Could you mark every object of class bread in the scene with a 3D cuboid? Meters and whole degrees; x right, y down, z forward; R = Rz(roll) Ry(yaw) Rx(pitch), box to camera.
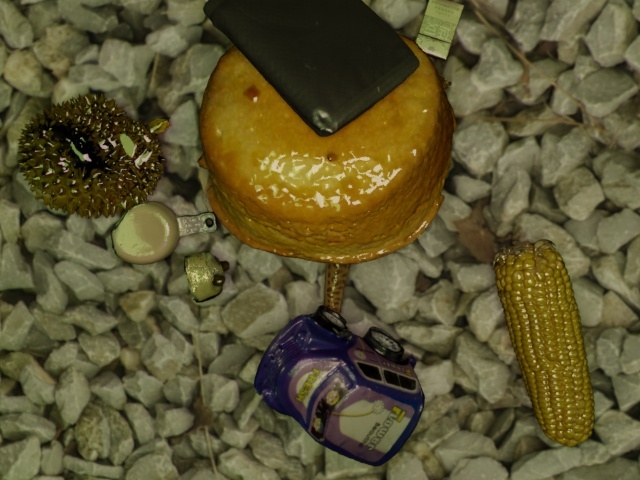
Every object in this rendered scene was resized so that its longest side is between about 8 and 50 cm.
[{"bbox_3d":[-0.001,-0.150,1.016,0.358,0.204,0.336,8,67,13],"label":"bread"}]

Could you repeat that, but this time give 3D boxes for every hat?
[{"bbox_3d":[-0.172,0.053,1.145,0.059,0.077,0.076,-16,92,7],"label":"hat"}]

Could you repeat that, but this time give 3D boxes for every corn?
[{"bbox_3d":[0.332,0.148,1.087,0.106,0.106,0.305,-15,93,7],"label":"corn"}]

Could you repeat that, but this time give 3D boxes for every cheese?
[{"bbox_3d":[-0.245,-0.022,1.163,0.171,0.047,0.092,-28,94,8],"label":"cheese"}]

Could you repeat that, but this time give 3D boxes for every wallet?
[{"bbox_3d":[-0.012,-0.250,0.928,0.169,0.052,0.245,-38,74,-13],"label":"wallet"}]

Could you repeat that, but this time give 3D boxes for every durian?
[{"bbox_3d":[-0.341,-0.128,1.120,0.237,0.138,0.193,-29,91,7],"label":"durian"}]

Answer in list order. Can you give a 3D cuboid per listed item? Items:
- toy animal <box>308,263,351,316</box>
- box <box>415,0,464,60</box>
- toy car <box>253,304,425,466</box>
[{"bbox_3d":[0.009,-0.003,1.136,0.149,0.054,0.275,-19,93,10],"label":"toy animal"},{"bbox_3d":[0.174,-0.314,1.108,0.053,0.024,0.083,17,94,4],"label":"box"},{"bbox_3d":[0.032,0.216,1.073,0.235,0.158,0.172,26,103,-22],"label":"toy car"}]
